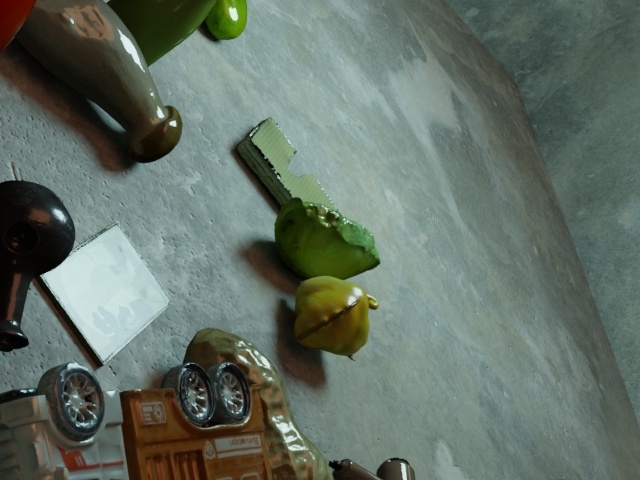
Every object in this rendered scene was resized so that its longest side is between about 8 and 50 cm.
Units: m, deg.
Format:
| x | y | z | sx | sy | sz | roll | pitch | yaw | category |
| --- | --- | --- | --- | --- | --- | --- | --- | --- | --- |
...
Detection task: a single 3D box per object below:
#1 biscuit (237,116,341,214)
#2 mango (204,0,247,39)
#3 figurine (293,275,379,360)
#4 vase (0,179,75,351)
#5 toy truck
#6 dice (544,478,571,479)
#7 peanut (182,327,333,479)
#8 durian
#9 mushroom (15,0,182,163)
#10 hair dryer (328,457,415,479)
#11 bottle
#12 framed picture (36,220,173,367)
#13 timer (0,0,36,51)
| x | y | z | sx | sy | sz | roll | pitch | yaw | category |
| --- | --- | --- | --- | --- | --- | --- | --- | --- | --- |
| -0.051 | -0.106 | 1.827 | 0.250 | 0.046 | 0.147 | 52 | 24 | -14 | biscuit |
| -0.191 | -0.459 | 1.919 | 0.117 | 0.089 | 0.163 | 12 | 64 | -68 | mango |
| 0.028 | 0.119 | 1.653 | 0.156 | 0.131 | 0.246 | 54 | 11 | 0 | figurine |
| -0.332 | 0.030 | 1.079 | 0.120 | 0.120 | 0.183 | 30 | 54 | -47 | vase |
| -0.202 | 0.241 | 1.004 | 0.387 | 0.173 | 0.207 | 13 | 60 | -61 | toy truck |
| 0.319 | 0.569 | 1.448 | 0.318 | 0.330 | 0.322 | 59 | 23 | -13 | dice |
| -0.085 | 0.247 | 1.284 | 0.298 | 0.120 | 0.136 | 61 | 19 | 10 | peanut |
| 0.000 | 0.000 | 1.695 | 0.250 | 0.139 | 0.101 | 27 | 26 | -41 | durian |
| -0.321 | -0.256 | 1.397 | 0.350 | 0.128 | 0.128 | 52 | 25 | -26 | mushroom |
| 0.080 | 0.371 | 1.536 | 0.181 | 0.064 | 0.117 | 37 | 32 | -30 | hair dryer |
| -0.237 | -0.340 | 1.474 | 0.112 | 0.260 | 0.112 | 43 | 29 | -32 | bottle |
| -0.268 | 0.062 | 1.268 | 0.136 | 0.010 | 0.201 | 57 | 24 | -7 | framed picture |
| -0.468 | -0.322 | 0.995 | 0.378 | 0.279 | 0.378 | 41 | 32 | -34 | timer |
